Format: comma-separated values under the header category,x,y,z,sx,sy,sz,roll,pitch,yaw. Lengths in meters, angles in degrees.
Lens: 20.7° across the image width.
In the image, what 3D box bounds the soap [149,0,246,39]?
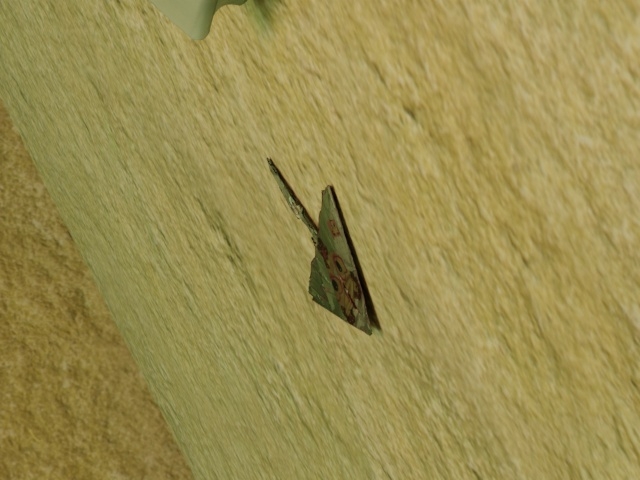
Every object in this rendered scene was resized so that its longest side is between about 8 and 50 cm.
category,x,y,z,sx,sy,sz,roll,pitch,yaw
soap,-0.129,-0.311,1.636,0.160,0.087,0.265,43,160,4

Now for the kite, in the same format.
category,x,y,z,sx,sy,sz,roll,pitch,yaw
kite,-0.001,0.000,1.870,0.250,0.012,0.229,57,158,28
